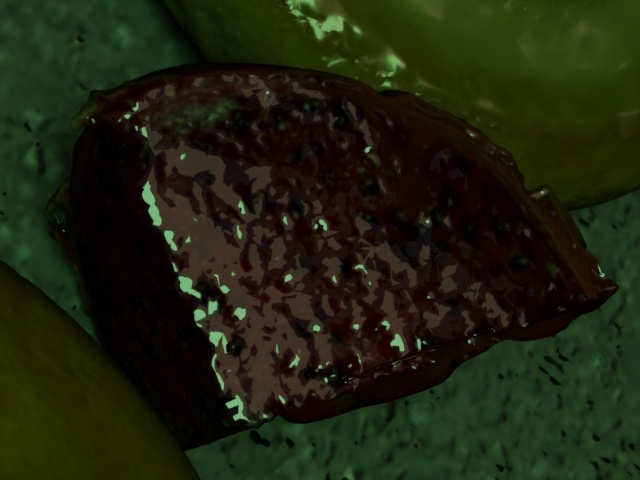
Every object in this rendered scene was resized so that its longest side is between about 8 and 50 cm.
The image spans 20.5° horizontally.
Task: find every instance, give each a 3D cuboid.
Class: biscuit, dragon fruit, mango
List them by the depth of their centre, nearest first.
[{"bbox_3d":[-0.121,0.063,0.539,0.227,0.147,0.109,40,104,-13],"label":"mango"},{"bbox_3d":[-0.001,0.000,0.596,0.161,0.120,0.127,-15,90,-19],"label":"dragon fruit"},{"bbox_3d":[0.068,-0.156,0.660,0.296,0.102,0.296,3,82,-24],"label":"biscuit"}]
